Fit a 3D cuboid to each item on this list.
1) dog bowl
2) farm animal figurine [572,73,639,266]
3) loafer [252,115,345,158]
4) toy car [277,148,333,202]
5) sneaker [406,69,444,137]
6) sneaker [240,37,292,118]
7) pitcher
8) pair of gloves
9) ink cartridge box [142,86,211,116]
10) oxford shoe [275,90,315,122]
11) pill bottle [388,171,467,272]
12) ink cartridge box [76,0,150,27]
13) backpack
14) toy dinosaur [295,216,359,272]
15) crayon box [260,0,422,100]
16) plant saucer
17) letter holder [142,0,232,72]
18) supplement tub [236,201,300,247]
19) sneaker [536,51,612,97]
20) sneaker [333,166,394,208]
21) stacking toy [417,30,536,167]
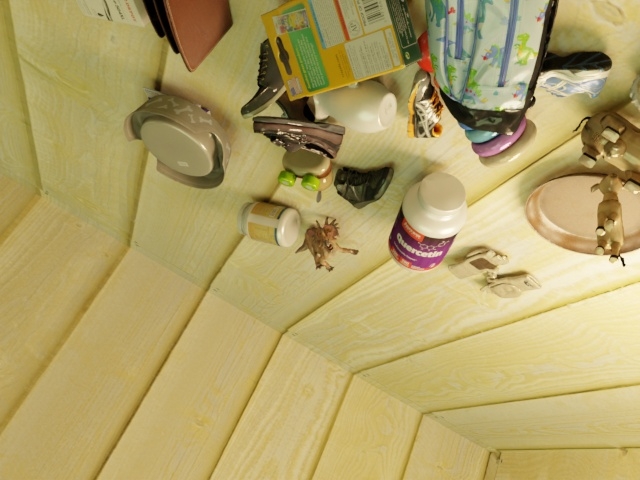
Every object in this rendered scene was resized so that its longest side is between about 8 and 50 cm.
[{"bbox_3d":[-0.439,-0.311,1.760,0.348,0.102,0.349,19,152,10],"label":"dog bowl"},{"bbox_3d":[0.658,-0.146,1.148,0.327,0.172,0.330,46,132,-2],"label":"farm animal figurine"},{"bbox_3d":[-0.048,-0.261,1.426,0.109,0.095,0.302,17,-165,41],"label":"loafer"},{"bbox_3d":[-0.021,-0.199,1.662,0.148,0.155,0.188,13,161,23],"label":"toy car"},{"bbox_3d":[0.250,-0.317,1.304,0.083,0.084,0.215,14,159,16],"label":"sneaker"},{"bbox_3d":[-0.136,-0.405,1.354,0.118,0.222,0.083,47,173,-23],"label":"sneaker"},{"bbox_3d":[0.070,-0.350,1.348,0.207,0.126,0.178,21,157,32],"label":"pitcher"},{"bbox_3d":[0.557,0.107,1.790,0.240,0.042,0.204,32,148,-14],"label":"pair of gloves"},{"bbox_3d":[-0.442,-0.399,1.767,0.206,0.045,0.208,20,153,11],"label":"ink cartridge box"},{"bbox_3d":[-0.080,-0.393,1.462,0.096,0.083,0.227,-10,140,25],"label":"oxford shoe"},{"bbox_3d":[0.306,-0.050,1.588,0.181,0.182,0.323,22,152,8],"label":"pill bottle"},{"bbox_3d":[-0.527,-0.636,1.399,0.203,0.086,0.148,17,150,18],"label":"ink cartridge box"},{"bbox_3d":[0.279,-0.407,0.917,0.273,0.290,0.356,12,144,-1],"label":"backpack"},{"bbox_3d":[0.000,0.000,2.000,0.295,0.127,0.200,10,143,51],"label":"toy dinosaur"},{"bbox_3d":[0.038,-0.438,1.188,0.322,0.083,0.203,-3,114,42],"label":"crayon box"},{"bbox_3d":[0.675,-0.070,1.389,0.310,0.050,0.311,20,150,12],"label":"plant saucer"},{"bbox_3d":[-0.331,-0.558,1.232,0.151,0.215,0.302,19,151,13],"label":"letter holder"},{"bbox_3d":[-0.188,-0.062,2.015,0.199,0.144,0.144,13,149,24],"label":"supplement tub"},{"bbox_3d":[0.459,-0.324,1.110,0.211,0.080,0.081,13,146,26],"label":"sneaker"},{"bbox_3d":[0.118,-0.171,1.639,0.130,0.087,0.227,28,158,-17],"label":"sneaker"},{"bbox_3d":[0.322,-0.315,1.197,0.330,0.141,0.141,44,147,-22],"label":"stacking toy"}]
